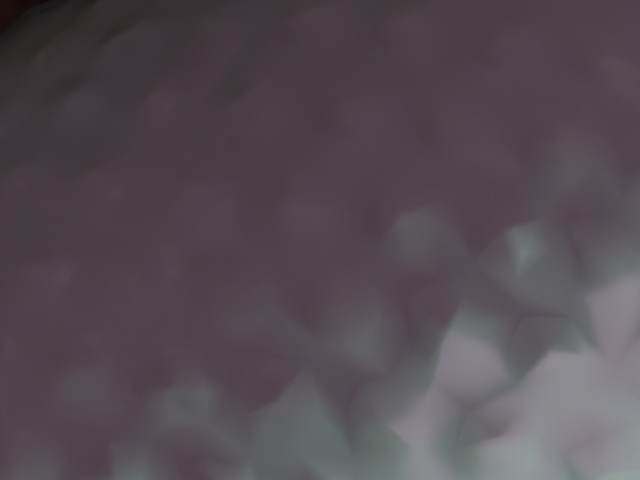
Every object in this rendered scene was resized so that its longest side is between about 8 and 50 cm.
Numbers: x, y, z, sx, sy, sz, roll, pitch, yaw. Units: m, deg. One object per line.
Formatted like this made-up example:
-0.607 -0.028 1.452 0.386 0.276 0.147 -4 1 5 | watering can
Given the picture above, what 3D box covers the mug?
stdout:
0.000 0.000 0.470 0.328 0.276 0.374 -22 80 -6 | mug
